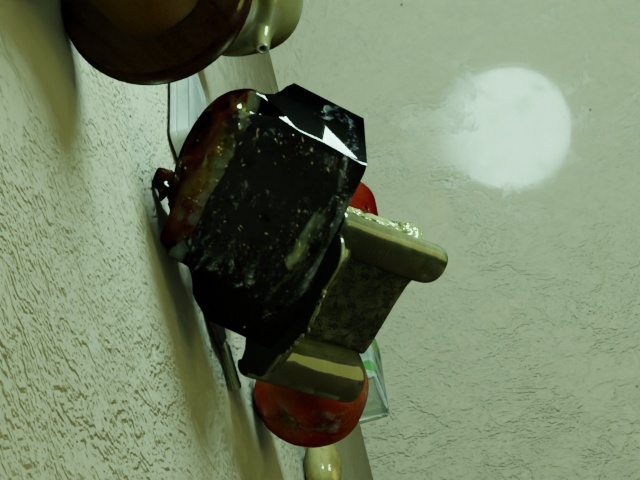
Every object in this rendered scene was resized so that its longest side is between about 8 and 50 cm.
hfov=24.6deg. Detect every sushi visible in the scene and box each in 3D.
[{"bbox_3d":[-0.082,-0.050,1.687,0.227,0.212,0.215,-60,-167,22],"label":"sushi"}]

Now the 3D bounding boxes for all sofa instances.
[{"bbox_3d":[0.029,0.084,1.882,0.200,0.258,0.182,19,24,-35],"label":"sofa"}]

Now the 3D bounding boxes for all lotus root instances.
[{"bbox_3d":[0.004,0.383,2.449,0.150,0.062,0.073,-97,-166,-52],"label":"lotus root"}]

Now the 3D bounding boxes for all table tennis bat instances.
[{"bbox_3d":[-0.129,0.114,1.871,0.095,0.014,0.158,-97,172,-85],"label":"table tennis bat"}]

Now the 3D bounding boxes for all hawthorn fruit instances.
[{"bbox_3d":[-0.013,0.213,2.076,0.173,0.173,0.173,-14,90,-86],"label":"hawthorn fruit"}]

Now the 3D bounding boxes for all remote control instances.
[{"bbox_3d":[-0.179,-0.168,2.014,0.250,0.034,0.103,-99,174,-55],"label":"remote control"}]

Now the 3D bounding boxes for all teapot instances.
[{"bbox_3d":[-0.153,-0.390,2.313,0.267,0.185,0.175,47,29,15],"label":"teapot"}]

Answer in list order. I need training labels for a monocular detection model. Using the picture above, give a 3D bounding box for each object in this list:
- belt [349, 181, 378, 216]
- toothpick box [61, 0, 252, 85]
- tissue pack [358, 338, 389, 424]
[{"bbox_3d":[0.000,0.000,2.555,0.324,0.227,0.115,64,15,-66],"label":"belt"},{"bbox_3d":[-0.180,-0.265,1.341,0.294,0.192,0.192,49,27,-67],"label":"toothpick box"},{"bbox_3d":[0.024,0.222,2.598,0.229,0.159,0.145,-93,168,-70],"label":"tissue pack"}]
